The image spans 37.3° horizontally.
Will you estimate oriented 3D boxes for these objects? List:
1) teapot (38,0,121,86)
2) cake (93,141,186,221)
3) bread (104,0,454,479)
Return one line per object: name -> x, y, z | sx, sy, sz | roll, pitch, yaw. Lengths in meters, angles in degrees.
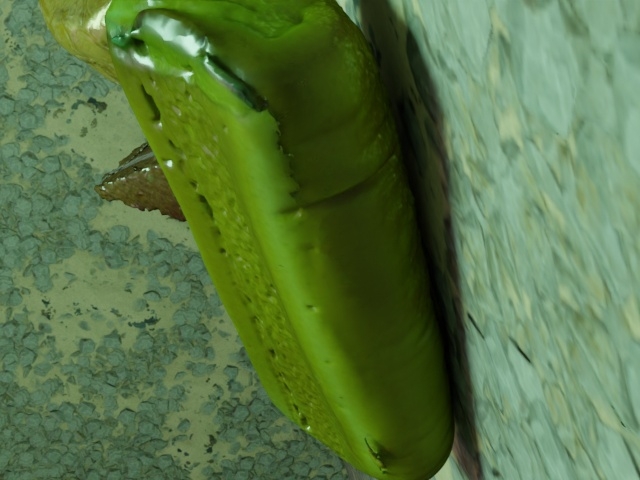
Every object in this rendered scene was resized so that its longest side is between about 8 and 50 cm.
teapot -> -0.093, -0.216, 0.696 | 0.167, 0.203, 0.311 | 14, -106, -46
cake -> -0.103, -0.067, 0.901 | 0.295, 0.116, 0.112 | 4, 130, 48
bread -> 0.000, 0.000, 0.579 | 0.166, 0.112, 0.383 | 28, 149, 40
